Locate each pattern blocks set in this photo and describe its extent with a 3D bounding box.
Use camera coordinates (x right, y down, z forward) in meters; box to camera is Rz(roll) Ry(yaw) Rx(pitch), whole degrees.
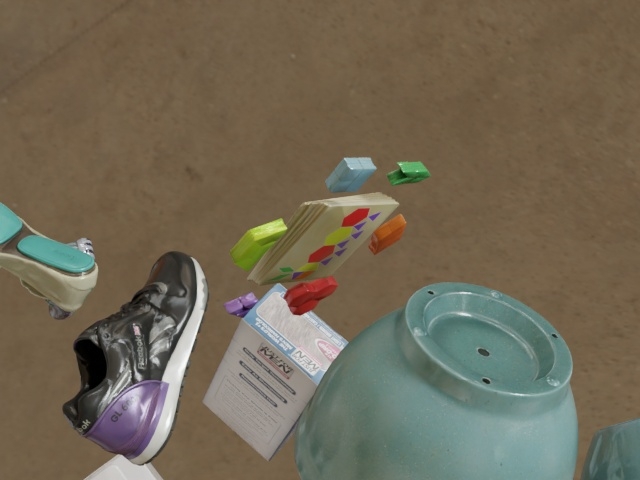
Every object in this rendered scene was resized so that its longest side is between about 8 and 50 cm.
[{"bbox_3d":[0.000,0.000,1.357,0.325,0.285,0.026,-42,64,28],"label":"pattern blocks set"}]

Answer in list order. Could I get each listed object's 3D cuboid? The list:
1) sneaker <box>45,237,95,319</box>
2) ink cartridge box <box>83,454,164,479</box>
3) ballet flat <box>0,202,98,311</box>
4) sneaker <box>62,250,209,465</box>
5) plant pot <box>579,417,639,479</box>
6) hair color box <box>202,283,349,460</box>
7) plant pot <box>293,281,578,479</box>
[{"bbox_3d":[-0.472,0.068,1.846,0.223,0.098,0.083,-56,46,46],"label":"sneaker"},{"bbox_3d":[-0.301,0.451,1.648,0.168,0.232,0.171,-38,76,-12],"label":"ink cartridge box"},{"bbox_3d":[-0.404,0.018,1.385,0.248,0.086,0.086,28,100,18],"label":"ballet flat"},{"bbox_3d":[-0.218,0.110,1.229,0.107,0.124,0.283,-34,36,38],"label":"sneaker"},{"bbox_3d":[0.493,0.351,1.514,0.290,0.290,0.195,-24,75,29],"label":"plant pot"},{"bbox_3d":[-0.082,0.238,1.832,0.174,0.105,0.347,40,145,8],"label":"hair color box"},{"bbox_3d":[0.139,0.167,1.067,0.293,0.293,0.196,39,126,31],"label":"plant pot"}]
